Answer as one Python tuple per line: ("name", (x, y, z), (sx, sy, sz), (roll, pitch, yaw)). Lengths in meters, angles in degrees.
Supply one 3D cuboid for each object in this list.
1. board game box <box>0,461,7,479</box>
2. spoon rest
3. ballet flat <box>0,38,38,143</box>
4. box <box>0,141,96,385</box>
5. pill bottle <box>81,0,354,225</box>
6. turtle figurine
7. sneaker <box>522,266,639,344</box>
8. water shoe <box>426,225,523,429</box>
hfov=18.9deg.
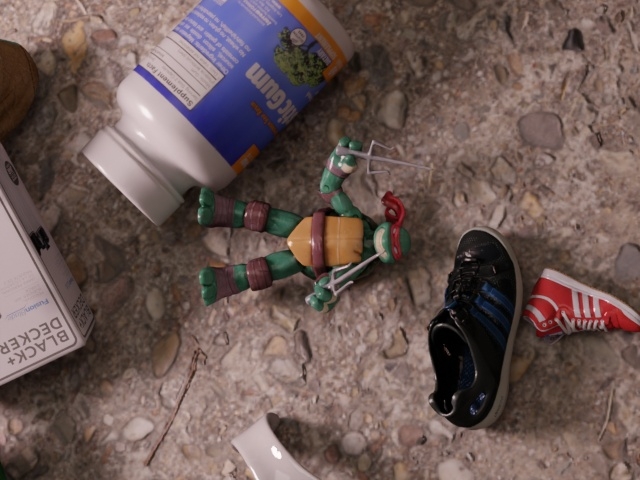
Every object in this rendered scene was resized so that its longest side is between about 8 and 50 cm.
("board game box", (-0.372, 0.327, 1.863), (0.213, 0.046, 0.317), (-33, 68, 23))
("spoon rest", (0.002, 0.274, 1.803), (0.137, 0.084, 0.276), (-39, 65, 0))
("ballet flat", (-0.412, -0.071, 2.019), (0.116, 0.124, 0.342), (26, 80, 24))
("box", (-0.364, 0.004, 1.917), (0.169, 0.087, 0.290), (-24, 103, 5))
("pill bottle", (-0.108, -0.147, 1.946), (0.272, 0.152, 0.152), (-46, 66, -3))
("turtle figurine", (0.000, 0.000, 1.883), (0.234, 0.118, 0.175), (-5, 63, 11))
("sneaker", (0.248, 0.077, 1.827), (0.118, 0.042, 0.067), (25, 75, 30))
("water shoe", (0.144, 0.076, 1.827), (0.073, 0.080, 0.203), (-12, 66, 35))
